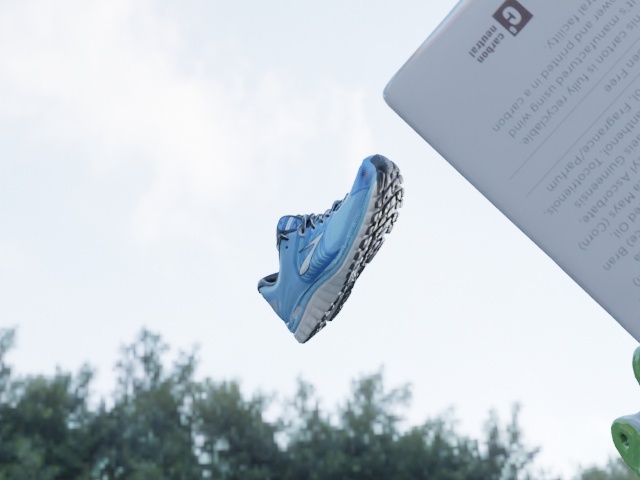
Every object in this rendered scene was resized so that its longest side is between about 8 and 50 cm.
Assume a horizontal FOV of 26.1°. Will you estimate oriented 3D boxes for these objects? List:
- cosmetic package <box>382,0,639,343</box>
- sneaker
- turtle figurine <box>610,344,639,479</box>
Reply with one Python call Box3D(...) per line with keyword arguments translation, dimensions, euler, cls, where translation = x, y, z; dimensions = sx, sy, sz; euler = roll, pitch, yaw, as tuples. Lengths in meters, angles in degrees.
Box3D(translation=(0.271, 0.016, 0.825), dimensions=(0.161, 0.453, 0.230), euler=(-49, -17, 12), cls="cosmetic package")
Box3D(translation=(0.000, 0.000, 0.992), dimensions=(0.073, 0.063, 0.162), euler=(38, -59, 10), cls="sneaker")
Box3D(translation=(0.405, 0.139, 1.181), dimensions=(0.266, 0.274, 0.198), euler=(-16, -12, -23), cls="turtle figurine")
